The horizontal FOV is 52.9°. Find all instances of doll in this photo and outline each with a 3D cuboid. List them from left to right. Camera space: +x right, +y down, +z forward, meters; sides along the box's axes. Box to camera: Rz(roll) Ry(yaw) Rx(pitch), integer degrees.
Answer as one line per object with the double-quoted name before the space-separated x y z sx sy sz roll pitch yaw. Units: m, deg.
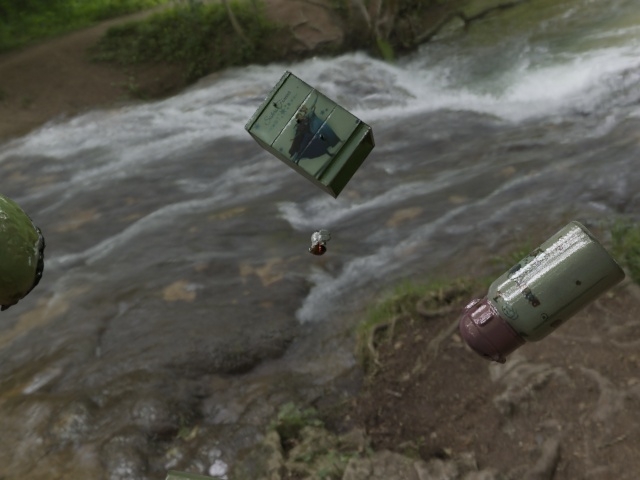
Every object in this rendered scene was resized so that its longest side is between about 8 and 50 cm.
"doll" 0.001 0.006 1.437 0.040 0.058 0.085 -1 1 -19

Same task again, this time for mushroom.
"mushroom" -0.605 0.005 1.003 0.344 0.130 0.247 13 51 24

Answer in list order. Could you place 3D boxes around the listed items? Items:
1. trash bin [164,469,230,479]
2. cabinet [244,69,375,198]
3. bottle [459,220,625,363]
"trash bin" -0.193 0.561 1.234 0.247 0.243 0.121 14 25 -3
"cabinet" -0.017 -0.210 1.305 0.206 0.150 0.145 36 89 11
"bottle" 0.308 0.083 0.927 0.233 0.110 0.110 -41 27 15
